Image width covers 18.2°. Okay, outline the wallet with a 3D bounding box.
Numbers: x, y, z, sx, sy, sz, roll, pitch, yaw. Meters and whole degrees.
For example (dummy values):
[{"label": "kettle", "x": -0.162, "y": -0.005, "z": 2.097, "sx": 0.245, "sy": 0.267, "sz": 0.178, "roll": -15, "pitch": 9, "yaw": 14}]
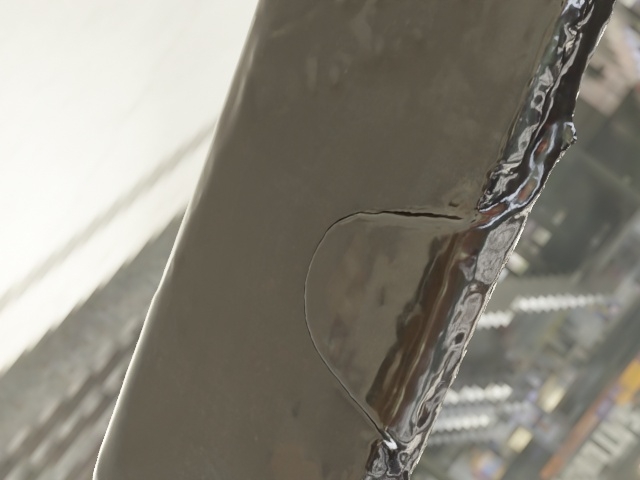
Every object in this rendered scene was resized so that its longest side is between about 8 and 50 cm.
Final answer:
[{"label": "wallet", "x": 0.000, "y": 0.000, "z": 0.762, "sx": 0.042, "sy": 0.165, "sz": 0.309, "roll": 9, "pitch": 110, "yaw": -39}]
